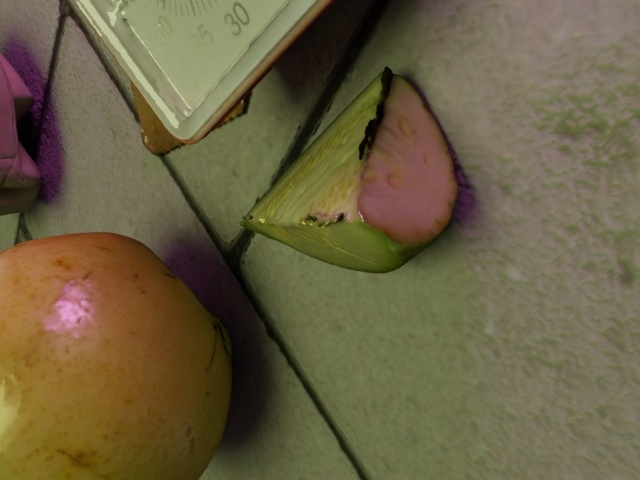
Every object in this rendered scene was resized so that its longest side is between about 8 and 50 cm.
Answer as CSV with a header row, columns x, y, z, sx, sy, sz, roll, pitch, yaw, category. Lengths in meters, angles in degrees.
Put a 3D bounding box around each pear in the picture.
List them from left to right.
x,y,z,sx,sy,sz,roll,pitch,yaw,category
-0.263,0.161,0.690,0.349,0.349,0.347,15,110,44,pear

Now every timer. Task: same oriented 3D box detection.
x,y,z,sx,sy,sz,roll,pitch,yaw,category
-0.096,-0.250,0.462,0.250,0.161,0.257,43,139,-14,timer

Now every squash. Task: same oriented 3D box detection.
x,y,z,sx,sy,sz,roll,pitch,yaw,category
0.000,0.000,0.527,0.252,0.093,0.169,-39,26,44,squash

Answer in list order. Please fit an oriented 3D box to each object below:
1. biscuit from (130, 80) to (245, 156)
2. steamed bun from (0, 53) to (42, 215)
x,y,z,sx,sy,sz,roll,pitch,yaw,category
-0.173,-0.231,0.725,0.237,0.013,0.231,-11,92,47,biscuit
-0.627,-0.206,1.046,0.343,0.255,0.367,1,131,29,steamed bun
